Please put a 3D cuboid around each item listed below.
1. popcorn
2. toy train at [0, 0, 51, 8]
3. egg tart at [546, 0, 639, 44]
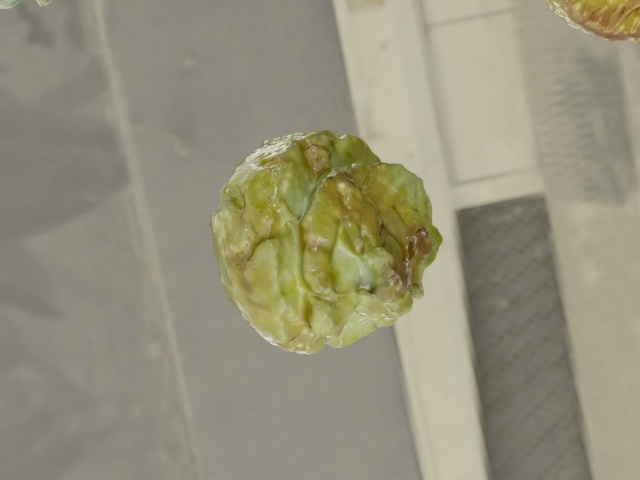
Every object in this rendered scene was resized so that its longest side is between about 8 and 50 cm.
[{"bbox_3d":[0.000,0.000,1.582,0.204,0.184,0.221,61,-149,-4],"label":"popcorn"},{"bbox_3d":[-0.277,-0.260,1.560,0.081,0.125,0.194,60,178,13],"label":"toy train"},{"bbox_3d":[0.366,-0.316,1.869,0.295,0.295,0.116,92,178,-63],"label":"egg tart"}]
